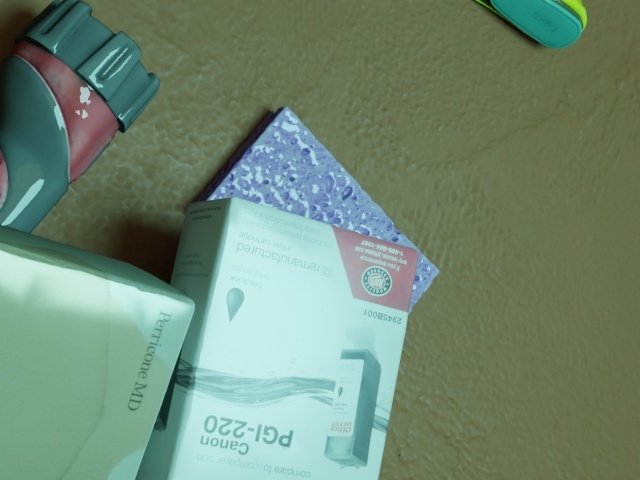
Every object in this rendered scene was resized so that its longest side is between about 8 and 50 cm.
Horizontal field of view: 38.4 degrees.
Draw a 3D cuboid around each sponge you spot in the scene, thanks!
[{"bbox_3d":[0.000,0.000,0.792,0.210,0.031,0.117,46,69,-19],"label":"sponge"}]

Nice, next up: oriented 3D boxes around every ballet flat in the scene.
[{"bbox_3d":[0.164,-0.265,0.871,0.231,0.077,0.077,26,55,-27],"label":"ballet flat"}]

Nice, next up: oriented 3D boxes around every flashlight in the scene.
[{"bbox_3d":[-0.243,-0.031,0.634,0.103,0.103,0.304,31,72,24],"label":"flashlight"}]

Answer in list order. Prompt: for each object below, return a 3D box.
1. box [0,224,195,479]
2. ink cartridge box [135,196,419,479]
[{"bbox_3d":[-0.246,0.048,0.519,0.311,0.121,0.148,19,89,-34],"label":"box"},{"bbox_3d":[-0.033,0.094,0.647,0.158,0.092,0.218,15,82,-26],"label":"ink cartridge box"}]
